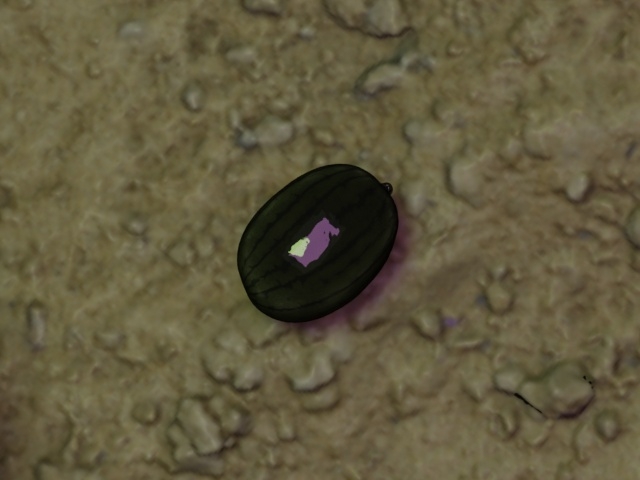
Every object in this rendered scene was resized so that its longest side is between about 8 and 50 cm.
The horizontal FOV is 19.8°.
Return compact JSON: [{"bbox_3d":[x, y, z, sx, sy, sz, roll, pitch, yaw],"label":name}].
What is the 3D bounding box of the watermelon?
[{"bbox_3d":[0.000,0.000,1.092,0.111,0.078,0.078,-44,84,-7],"label":"watermelon"}]
